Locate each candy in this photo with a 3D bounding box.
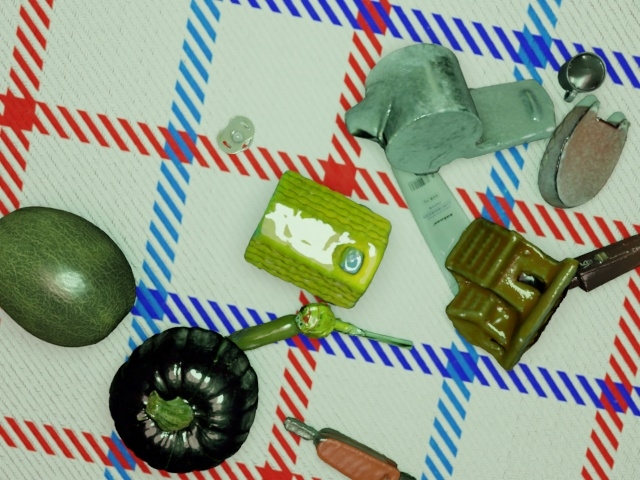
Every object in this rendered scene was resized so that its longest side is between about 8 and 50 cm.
[{"bbox_3d":[0.072,0.185,1.569,0.262,0.077,0.073,16,66,-17],"label":"candy"}]

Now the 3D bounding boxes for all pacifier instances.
[{"bbox_3d":[-0.165,-0.206,1.537,0.083,0.064,0.068,-46,112,4],"label":"pacifier"}]

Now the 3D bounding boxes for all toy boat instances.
[{"bbox_3d":[0.512,-0.172,1.533,0.155,0.085,0.227,22,97,-28],"label":"toy boat"}]

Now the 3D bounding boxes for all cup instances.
[{"bbox_3d":[0.509,-0.319,1.519,0.078,0.077,0.100,28,95,-3],"label":"cup"}]

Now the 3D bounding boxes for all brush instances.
[{"bbox_3d":[0.063,0.459,1.611,0.323,0.051,0.070,29,98,-3],"label":"brush"}]

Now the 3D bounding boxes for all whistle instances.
[{"bbox_3d":[0.253,-0.238,1.474,0.405,0.188,0.168,5,56,-30],"label":"whistle"}]

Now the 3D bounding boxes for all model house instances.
[{"bbox_3d":[0.000,0.000,1.449,0.237,0.303,0.215,26,89,-2],"label":"model house"},{"bbox_3d":[0.347,0.093,1.510,0.239,0.173,0.268,35,103,19],"label":"model house"}]

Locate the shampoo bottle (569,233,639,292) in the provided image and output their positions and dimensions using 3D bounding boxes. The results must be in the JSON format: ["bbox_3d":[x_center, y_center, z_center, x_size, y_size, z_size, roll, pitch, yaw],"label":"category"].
[{"bbox_3d":[0.566,0.054,1.565,0.236,0.068,0.067,-25,105,1],"label":"shampoo bottle"}]

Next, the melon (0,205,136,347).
[{"bbox_3d":[-0.505,0.065,1.478,0.302,0.237,0.237,40,94,-3],"label":"melon"}]

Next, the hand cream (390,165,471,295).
[{"bbox_3d":[0.245,-0.044,1.562,0.109,0.067,0.320,-31,100,2],"label":"hand cream"}]

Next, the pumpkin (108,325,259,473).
[{"bbox_3d":[-0.263,0.319,1.487,0.296,0.296,0.295,0,96,0],"label":"pumpkin"}]

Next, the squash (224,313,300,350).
[{"bbox_3d":[-0.119,0.194,1.587,0.183,0.052,0.052,-16,96,4],"label":"squash"}]
